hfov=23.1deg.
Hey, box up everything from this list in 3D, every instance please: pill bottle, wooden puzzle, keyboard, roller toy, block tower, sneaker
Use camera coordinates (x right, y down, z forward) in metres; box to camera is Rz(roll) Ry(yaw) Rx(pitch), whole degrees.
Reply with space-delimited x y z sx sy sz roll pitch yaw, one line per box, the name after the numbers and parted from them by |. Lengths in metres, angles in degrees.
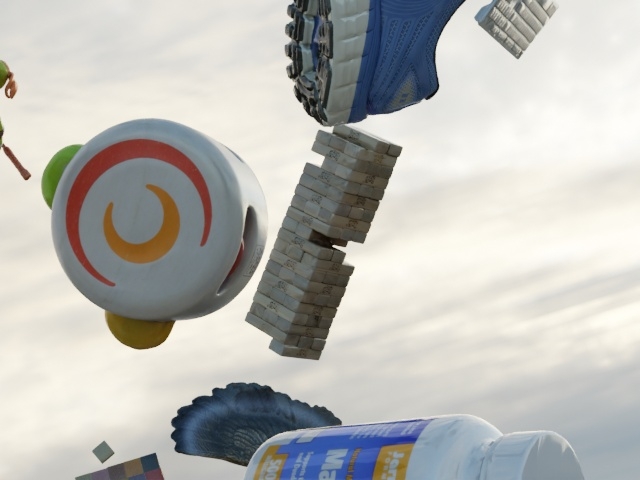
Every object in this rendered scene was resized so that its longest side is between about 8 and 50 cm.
0.078 0.225 1.316 0.272 0.152 0.152 -11 -10 37 | pill bottle
-0.111 0.153 0.901 0.049 0.083 0.006 -17 -23 -5 | wooden puzzle
0.197 -0.223 1.542 0.072 0.014 0.256 -47 -11 10 | keyboard
-0.151 -0.015 1.526 0.191 0.209 0.146 -23 -8 9 | roller toy
0.000 0.000 2.251 0.097 0.335 0.091 27 11 40 | block tower
0.058 -0.257 1.261 0.147 0.130 0.330 -7 -63 -23 | sneaker

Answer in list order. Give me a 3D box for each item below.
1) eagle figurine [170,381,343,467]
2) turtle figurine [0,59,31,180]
-0.042 0.312 1.984 0.298 0.226 0.225 1 -38 48 | eagle figurine
-0.454 -0.199 1.974 0.087 0.269 0.217 -22 -4 31 | turtle figurine
